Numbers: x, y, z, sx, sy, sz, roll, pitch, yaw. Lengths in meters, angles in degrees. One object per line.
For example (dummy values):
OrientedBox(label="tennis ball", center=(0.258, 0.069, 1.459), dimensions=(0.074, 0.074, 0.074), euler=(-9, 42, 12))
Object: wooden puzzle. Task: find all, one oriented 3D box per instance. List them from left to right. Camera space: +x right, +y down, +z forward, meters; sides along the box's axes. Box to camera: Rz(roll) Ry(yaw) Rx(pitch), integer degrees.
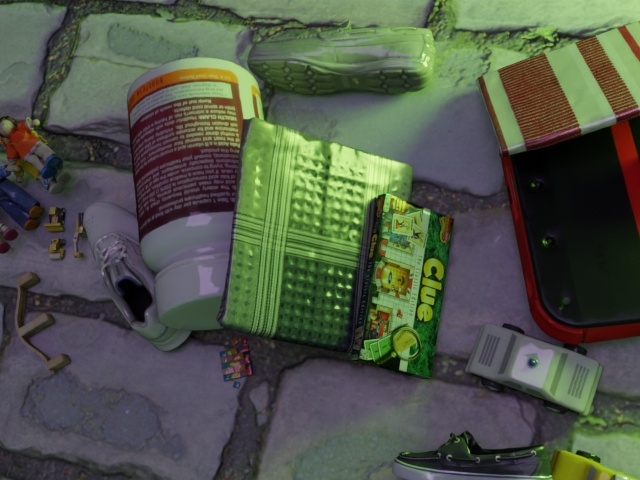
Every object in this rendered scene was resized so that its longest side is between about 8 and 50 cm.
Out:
OrientedBox(label="wooden puzzle", center=(-0.137, 0.197, 1.387), dimensions=(0.049, 0.006, 0.083), euler=(-15, 69, 9))

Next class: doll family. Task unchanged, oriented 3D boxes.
OrientedBox(label="doll family", center=(-0.555, -0.109, 1.552), dimensions=(0.163, 0.118, 0.263), euler=(39, 103, 16))

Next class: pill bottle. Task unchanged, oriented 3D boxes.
OrientedBox(label="pill bottle", center=(-0.183, -0.069, 1.371), dimensions=(0.224, 0.224, 0.392), euler=(-13, 69, 10))

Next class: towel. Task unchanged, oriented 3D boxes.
OrientedBox(label="towel", center=(0.000, 0.000, 1.295), dimensions=(0.312, 0.056, 0.324), euler=(14, 75, -28))
OrientedBox(label="towel", center=(0.417, -0.237, 1.309), dimensions=(0.329, 0.037, 0.237), euler=(-17, 36, 12))

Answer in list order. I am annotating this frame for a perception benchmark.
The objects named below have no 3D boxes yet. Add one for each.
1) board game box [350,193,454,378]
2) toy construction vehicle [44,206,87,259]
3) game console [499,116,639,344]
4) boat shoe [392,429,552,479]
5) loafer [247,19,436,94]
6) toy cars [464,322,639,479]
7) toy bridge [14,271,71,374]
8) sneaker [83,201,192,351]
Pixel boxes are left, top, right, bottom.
OrientedBox(label="board game box", center=(0.128, 0.070, 1.309), dimensions=(0.030, 0.136, 0.260), euler=(-15, 61, 57))
OrientedBox(label="toy construction vehicle", center=(-0.451, -0.016, 1.520), dimensions=(0.086, 0.035, 0.098), euler=(0, 72, 14))
OrientedBox(label="game console", center=(0.462, -0.047, 1.282), dimensions=(0.342, 0.060, 0.386), euler=(-8, 65, 5))
OrientedBox(label="boat shoe", center=(0.210, 0.305, 1.205), dimensions=(0.228, 0.080, 0.076), euler=(-2, 83, 31))
OrientedBox(label="loafer", center=(0.036, -0.316, 1.465), dimensions=(0.319, 0.112, 0.111), euler=(4, 68, 7))
OrientedBox(label="toy cars", center=(0.352, 0.265, 1.200), dimensions=(0.176, 0.087, 0.394), euler=(-30, 68, 3))
OrientedBox(label="toy bridge", center=(-0.491, 0.149, 1.481), dimensions=(0.063, 0.026, 0.188), euler=(-30, 68, 6))
OrientedBox(label="sneaker", center=(-0.313, 0.042, 1.417), dimensions=(0.111, 0.129, 0.297), euler=(-39, 66, 3))
